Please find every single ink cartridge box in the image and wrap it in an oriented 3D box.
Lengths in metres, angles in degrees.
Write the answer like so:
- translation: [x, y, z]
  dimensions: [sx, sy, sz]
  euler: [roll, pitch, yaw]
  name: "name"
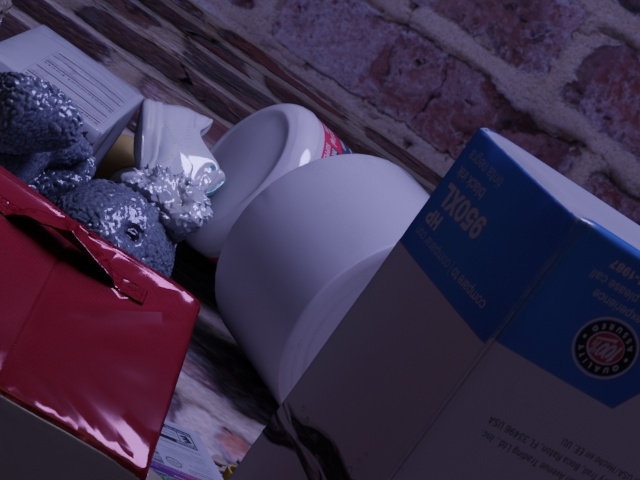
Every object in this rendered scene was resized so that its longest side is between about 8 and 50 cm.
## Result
- translation: [0.118, 0.173, 1.094]
  dimensions: [0.285, 0.395, 0.166]
  euler: [30, 12, -29]
  name: "ink cartridge box"

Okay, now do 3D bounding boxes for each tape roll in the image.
- translation: [0.039, 0.061, 1.631]
  dimensions: [0.246, 0.246, 0.169]
  euler: [27, 16, -37]
  name: "tape roll"

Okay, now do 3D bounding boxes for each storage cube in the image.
- translation: [-0.201, 0.096, 0.932]
  dimensions: [0.183, 0.215, 0.193]
  euler: [35, 22, -11]
  name: "storage cube"

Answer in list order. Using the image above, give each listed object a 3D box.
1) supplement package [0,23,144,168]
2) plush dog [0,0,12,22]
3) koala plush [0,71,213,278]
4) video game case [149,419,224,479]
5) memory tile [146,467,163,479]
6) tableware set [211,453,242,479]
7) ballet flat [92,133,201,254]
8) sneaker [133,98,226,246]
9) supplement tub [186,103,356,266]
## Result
- translation: [-0.278, -0.109, 1.634]
  dimensions: [0.134, 0.139, 0.244]
  euler: [35, 11, -5]
  name: "supplement package"
- translation: [-0.386, -0.290, 1.806]
  dimensions: [0.210, 0.225, 0.262]
  euler: [41, 13, 20]
  name: "plush dog"
- translation: [-0.213, -0.020, 1.397]
  dimensions: [0.221, 0.196, 0.203]
  euler: [28, 5, -19]
  name: "koala plush"
- translation: [-0.141, 0.173, 1.251]
  dimensions: [0.201, 0.023, 0.183]
  euler: [28, 15, -37]
  name: "video game case"
- translation: [-0.172, 0.150, 1.160]
  dimensions: [0.113, 0.012, 0.148]
  euler: [40, 13, 16]
  name: "memory tile"
- translation: [-0.033, 0.209, 1.407]
  dimensions: [0.104, 0.024, 0.154]
  euler: [45, 15, 33]
  name: "tableware set"
- translation: [-0.167, -0.043, 1.857]
  dimensions: [0.232, 0.080, 0.073]
  euler: [29, 29, -24]
  name: "ballet flat"
- translation: [-0.144, -0.053, 1.722]
  dimensions: [0.094, 0.080, 0.212]
  euler: [8, 58, -13]
  name: "sneaker"
- translation: [0.000, 0.000, 1.820]
  dimensions: [0.272, 0.191, 0.191]
  euler: [41, 9, -30]
  name: "supplement tub"
